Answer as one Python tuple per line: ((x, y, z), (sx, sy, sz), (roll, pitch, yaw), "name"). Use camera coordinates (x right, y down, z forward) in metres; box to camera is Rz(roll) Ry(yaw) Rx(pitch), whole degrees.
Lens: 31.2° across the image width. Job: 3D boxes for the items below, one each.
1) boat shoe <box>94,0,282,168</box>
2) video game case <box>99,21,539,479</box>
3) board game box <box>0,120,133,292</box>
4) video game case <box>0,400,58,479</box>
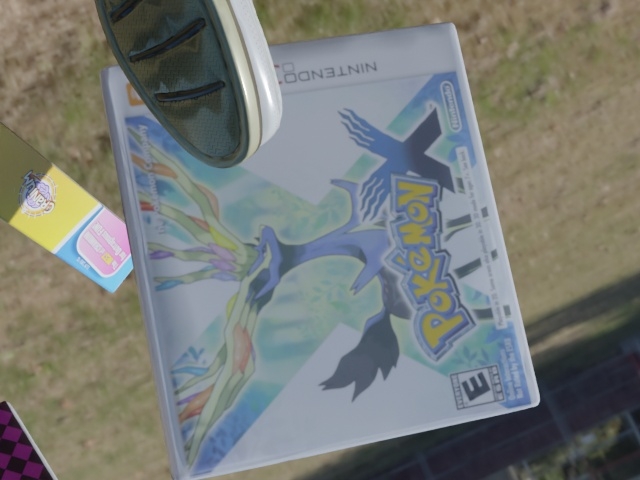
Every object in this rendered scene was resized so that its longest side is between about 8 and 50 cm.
((-0.095, -0.198, 0.732), (0.113, 0.302, 0.103), (-13, -163, 44), "boat shoe")
((0.000, 0.000, 0.917), (0.299, 0.329, 0.036), (-10, 172, -13), "video game case")
((-0.319, -0.084, 1.045), (0.064, 0.242, 0.316), (-53, 154, -7), "board game box")
((-0.150, 0.244, 0.697), (0.041, 0.232, 0.210), (-21, 128, -26), "video game case")
